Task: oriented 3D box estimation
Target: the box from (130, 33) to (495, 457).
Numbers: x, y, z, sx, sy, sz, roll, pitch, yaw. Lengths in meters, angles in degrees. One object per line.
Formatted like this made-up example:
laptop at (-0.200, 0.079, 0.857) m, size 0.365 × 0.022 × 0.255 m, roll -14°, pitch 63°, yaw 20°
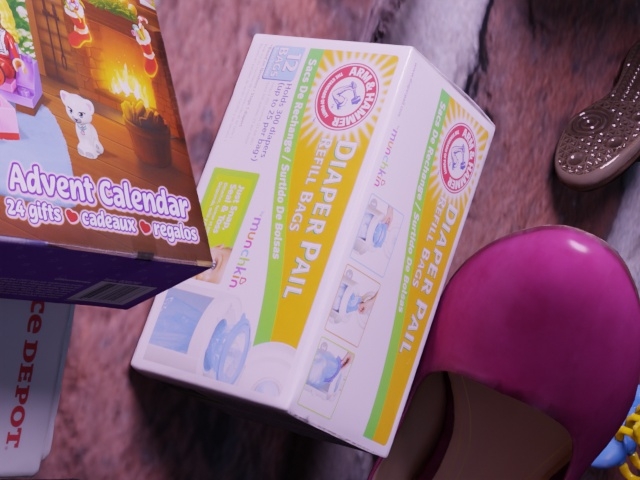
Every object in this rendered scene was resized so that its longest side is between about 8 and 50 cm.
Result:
box at (0.000, 0.000, 0.771) m, size 0.103 × 0.114 × 0.203 m, roll 34°, pitch 71°, yaw -51°

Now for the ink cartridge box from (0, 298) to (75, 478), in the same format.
ink cartridge box at (-0.190, 0.030, 0.569) m, size 0.175 × 0.072 × 0.127 m, roll 10°, pitch 91°, yaw -53°

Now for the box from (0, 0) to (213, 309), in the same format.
box at (-0.172, -0.086, 0.502) m, size 0.293 × 0.057 × 0.201 m, roll 9°, pitch 61°, yaw -53°

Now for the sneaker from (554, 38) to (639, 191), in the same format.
sneaker at (0.248, -0.086, 1.105) m, size 0.188 × 0.066 × 0.071 m, roll -49°, pitch 134°, yaw -32°

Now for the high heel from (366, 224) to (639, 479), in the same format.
high heel at (0.080, 0.156, 0.804) m, size 0.181 × 0.127 × 0.377 m, roll -57°, pitch 165°, yaw -38°

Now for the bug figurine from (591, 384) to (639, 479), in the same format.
bug figurine at (0.231, 0.254, 1.167) m, size 0.216 × 0.072 × 0.279 m, roll -37°, pitch 131°, yaw -33°

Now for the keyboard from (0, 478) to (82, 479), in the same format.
keyboard at (-0.179, 0.167, 0.660) m, size 0.180 × 0.023 × 0.108 m, roll 12°, pitch 89°, yaw -52°
